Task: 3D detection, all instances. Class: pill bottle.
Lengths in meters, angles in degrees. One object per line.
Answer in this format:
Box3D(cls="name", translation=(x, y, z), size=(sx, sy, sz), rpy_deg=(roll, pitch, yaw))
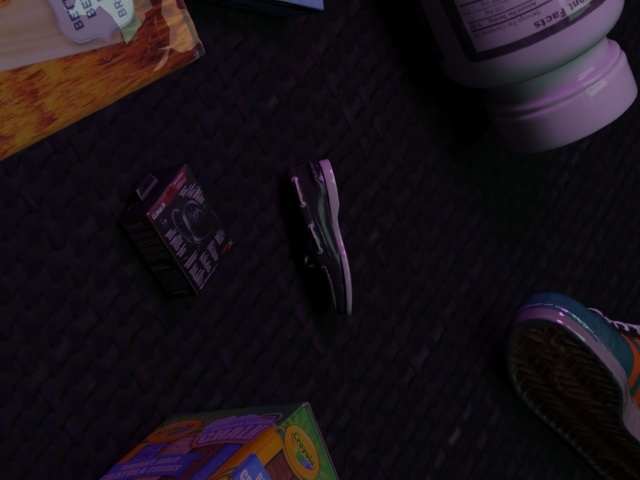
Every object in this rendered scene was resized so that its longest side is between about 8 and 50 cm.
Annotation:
Box3D(cls="pill bottle", translation=(0.155, -0.241, 1.650), size=(0.176, 0.176, 0.318), rpy_deg=(-49, 120, -46))

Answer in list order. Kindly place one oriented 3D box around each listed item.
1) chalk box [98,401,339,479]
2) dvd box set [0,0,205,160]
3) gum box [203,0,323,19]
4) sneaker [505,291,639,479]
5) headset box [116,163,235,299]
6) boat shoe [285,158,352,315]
Box3D(cls="chalk box", translation=(-0.064, 0.196, 1.303), size=(0.213, 0.132, 0.132), rpy_deg=(-41, 114, -48))
Box3D(cls="dvd box set", translation=(-0.302, -0.139, 0.964), size=(0.420, 0.062, 0.307), rpy_deg=(-29, 106, -19))
Box3D(cls="gum box", translation=(-0.067, -0.273, 1.481), size=(0.157, 0.041, 0.184), rpy_deg=(3, 80, -51))
Box3D(cls="sneaker", translation=(0.259, 0.116, 1.768), size=(0.302, 0.108, 0.121), rpy_deg=(50, 45, -44))
Box3D(cls="headset box", translation=(-0.105, -0.009, 1.380), size=(0.083, 0.032, 0.062), rpy_deg=(58, 42, -25))
Box3D(cls="boat shoe", translation=(0.000, 0.000, 1.509), size=(0.046, 0.038, 0.125), rpy_deg=(-128, -153, -80))
